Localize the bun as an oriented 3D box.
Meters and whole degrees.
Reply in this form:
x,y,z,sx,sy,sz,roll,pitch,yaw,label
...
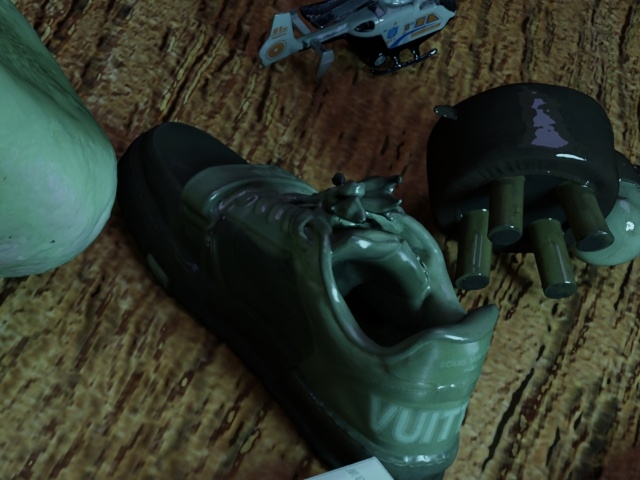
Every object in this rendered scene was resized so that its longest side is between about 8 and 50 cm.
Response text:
x,y,z,sx,sy,sz,roll,pitch,yaw,label
-0.252,-0.074,1.014,0.293,0.187,0.293,49,7,-8,bun

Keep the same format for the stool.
x,y,z,sx,sy,sz,roll,pitch,yaw,label
0.154,-0.026,1.299,0.217,0.125,0.121,23,48,-41,stool

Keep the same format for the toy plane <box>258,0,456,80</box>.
x,y,z,sx,sy,sz,roll,pitch,yaw,label
0.034,-0.162,1.422,0.197,0.078,0.053,-21,58,-31,toy plane

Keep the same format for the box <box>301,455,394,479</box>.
x,y,z,sx,sy,sz,roll,pitch,yaw,label
-0.008,0.166,0.995,0.154,0.040,0.084,-12,53,-42,box

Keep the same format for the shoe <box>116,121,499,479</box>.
x,y,z,sx,sy,sz,roll,pitch,yaw,label
-0.002,0.000,1.121,0.109,0.149,0.293,-14,53,-43,shoe
